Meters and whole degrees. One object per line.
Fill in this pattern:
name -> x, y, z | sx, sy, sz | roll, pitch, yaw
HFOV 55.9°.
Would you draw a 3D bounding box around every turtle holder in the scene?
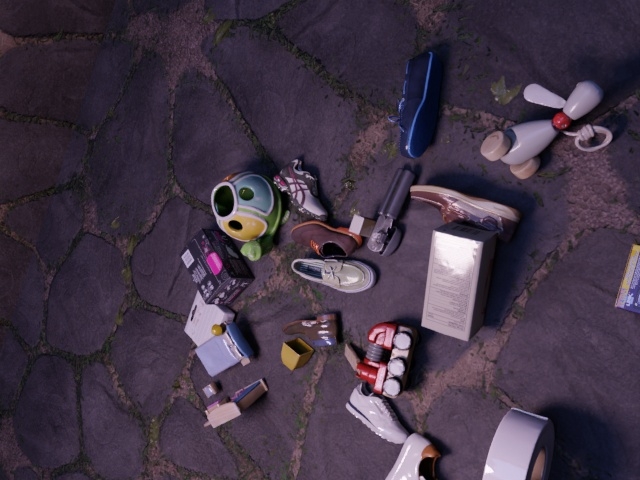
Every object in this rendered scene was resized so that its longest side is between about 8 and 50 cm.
turtle holder -> -0.273, -0.093, 2.162 | 0.244, 0.227, 0.320 | 6, 88, 33

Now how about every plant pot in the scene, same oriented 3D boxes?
plant pot -> -0.086, 0.398, 2.078 | 0.081, 0.082, 0.083 | 34, 116, 31

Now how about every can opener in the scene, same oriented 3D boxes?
can opener -> 0.237, -0.087, 1.925 | 0.076, 0.095, 0.283 | 24, 90, 58

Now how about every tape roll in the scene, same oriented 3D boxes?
tape roll -> 0.506, 0.580, 1.536 | 0.100, 0.286, 0.286 | 10, 91, 35

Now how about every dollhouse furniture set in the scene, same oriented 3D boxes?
dollhouse furniture set -> -0.389, 0.483, 2.144 | 0.286, 0.198, 0.303 | -33, 87, 27

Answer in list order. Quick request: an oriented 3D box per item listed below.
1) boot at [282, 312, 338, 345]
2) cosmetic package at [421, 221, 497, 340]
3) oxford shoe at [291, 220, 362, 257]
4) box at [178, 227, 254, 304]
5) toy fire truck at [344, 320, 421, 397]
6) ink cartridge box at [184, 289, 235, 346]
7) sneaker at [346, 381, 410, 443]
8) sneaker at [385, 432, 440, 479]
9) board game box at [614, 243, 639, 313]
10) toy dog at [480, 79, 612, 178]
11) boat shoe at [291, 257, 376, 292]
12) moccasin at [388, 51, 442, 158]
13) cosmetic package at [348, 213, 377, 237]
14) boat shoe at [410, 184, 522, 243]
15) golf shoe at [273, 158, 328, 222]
boot -> -0.034, 0.319, 2.047 | 0.219, 0.082, 0.106 | -19, 72, 29
cosmetic package -> 0.391, 0.111, 1.705 | 0.153, 0.129, 0.296 | 17, 112, 31
oxford shoe -> 0.000, 0.000, 2.028 | 0.272, 0.098, 0.096 | 6, 129, 34
box -> -0.393, 0.101, 2.275 | 0.163, 0.142, 0.247 | -46, 61, 23
toy fire truck -> 0.172, 0.348, 1.884 | 0.247, 0.158, 0.216 | 14, 93, 24
ink cartridge box -> -0.434, 0.321, 2.346 | 0.232, 0.066, 0.189 | 31, 103, 53
sneaker -> 0.187, 0.540, 1.877 | 0.235, 0.090, 0.094 | 31, 93, 31
sneaker -> 0.264, 0.725, 1.775 | 0.123, 0.106, 0.290 | 28, 100, 51
board game box -> 0.835, 0.107, 1.507 | 0.141, 0.048, 0.170 | 18, 95, 36
toy dog -> 0.599, -0.318, 1.647 | 0.334, 0.220, 0.160 | -23, 41, 22
boat shoe -> 0.038, 0.113, 2.011 | 0.303, 0.094, 0.109 | 4, 87, 34
moccasin -> 0.297, -0.415, 1.891 | 0.117, 0.138, 0.341 | 6, 74, 38
cosmetic package -> 0.145, -0.045, 1.944 | 0.041, 0.115, 0.060 | 24, 99, 34
boat shoe -> 0.408, -0.077, 1.773 | 0.342, 0.123, 0.123 | 20, 95, 27
golf shoe -> -0.053, -0.174, 2.102 | 0.120, 0.105, 0.273 | -49, 62, 12
